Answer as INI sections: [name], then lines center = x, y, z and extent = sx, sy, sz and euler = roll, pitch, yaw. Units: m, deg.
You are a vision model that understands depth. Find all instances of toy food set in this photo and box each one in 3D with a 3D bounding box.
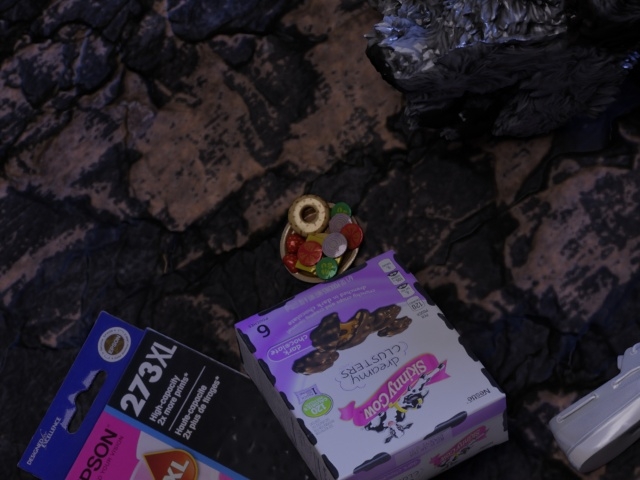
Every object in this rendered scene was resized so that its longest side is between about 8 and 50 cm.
[toy food set]
center = 0.000, 0.000, 1.683
extent = 0.082, 0.020, 0.083
euler = 17, 77, 25

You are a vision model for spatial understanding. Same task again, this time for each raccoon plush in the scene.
[raccoon plush]
center = 0.210, -0.282, 1.580
extent = 0.446, 0.216, 0.299
euler = -20, 63, 30

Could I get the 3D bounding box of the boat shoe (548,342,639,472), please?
[boat shoe]
center = 0.275, 0.121, 1.517
extent = 0.184, 0.066, 0.063
euler = -43, 63, 12

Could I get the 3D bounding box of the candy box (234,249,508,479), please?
[candy box]
center = 0.043, 0.123, 1.545
extent = 0.165, 0.070, 0.196
euler = -25, 50, -14

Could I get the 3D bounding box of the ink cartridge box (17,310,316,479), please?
[ink cartridge box]
center = -0.110, 0.201, 1.629
extent = 0.371, 0.069, 0.176
euler = 23, 80, 28
